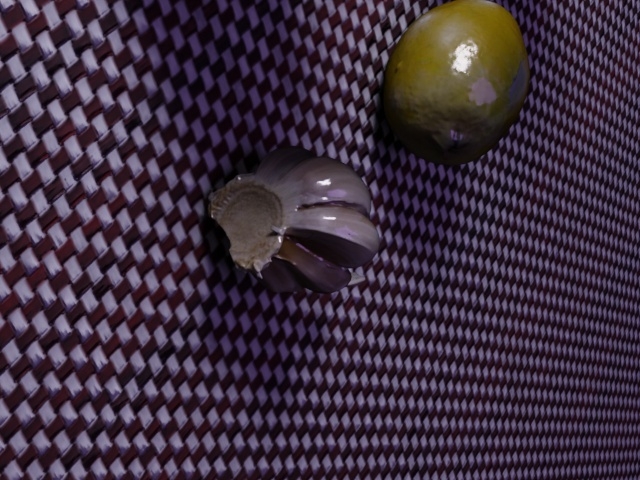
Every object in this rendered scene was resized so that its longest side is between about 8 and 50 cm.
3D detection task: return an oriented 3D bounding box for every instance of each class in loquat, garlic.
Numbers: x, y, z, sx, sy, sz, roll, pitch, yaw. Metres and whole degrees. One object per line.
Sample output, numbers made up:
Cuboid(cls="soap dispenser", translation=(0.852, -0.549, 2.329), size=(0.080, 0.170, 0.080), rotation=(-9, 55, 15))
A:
Cuboid(cls="loquat", translation=(0.143, -0.168, 1.200), size=(0.152, 0.152, 0.195), rotation=(55, 45, -44))
Cuboid(cls="garlic", translation=(0.000, 0.000, 1.033), size=(0.127, 0.131, 0.194), rotation=(-46, 138, 0))
